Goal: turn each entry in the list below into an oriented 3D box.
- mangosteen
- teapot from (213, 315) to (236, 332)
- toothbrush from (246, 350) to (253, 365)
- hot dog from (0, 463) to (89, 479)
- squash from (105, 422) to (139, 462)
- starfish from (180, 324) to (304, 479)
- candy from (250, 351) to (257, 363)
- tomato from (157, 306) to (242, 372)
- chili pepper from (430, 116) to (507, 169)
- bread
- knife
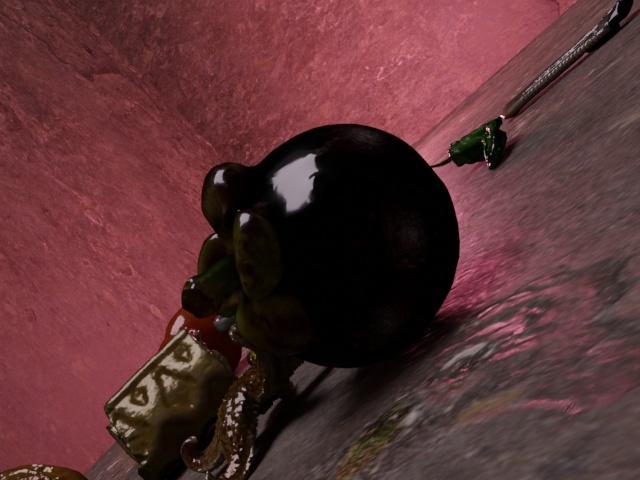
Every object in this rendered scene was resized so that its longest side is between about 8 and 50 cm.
[{"bbox_3d":[0.004,-0.005,0.932,0.297,0.313,0.297,-59,13,23],"label":"mangosteen"},{"bbox_3d":[-0.138,0.130,1.869,0.270,0.200,0.337,-33,5,-2],"label":"teapot"},{"bbox_3d":[-0.038,0.165,1.673,0.364,0.041,0.041,-42,4,29],"label":"toothbrush"},{"bbox_3d":[-0.502,0.531,1.287,0.387,0.174,0.267,-41,48,29],"label":"hot dog"},{"bbox_3d":[-0.438,0.457,2.091,0.247,0.132,0.132,-45,4,-27],"label":"squash"},{"bbox_3d":[-0.095,0.210,1.102,0.312,0.113,0.303,-56,-7,-38],"label":"starfish"},{"bbox_3d":[-0.091,0.185,1.648,0.062,0.058,0.194,-18,35,44],"label":"candy"},{"bbox_3d":[-0.300,0.277,1.996,0.260,0.179,0.260,18,-90,-73],"label":"tomato"},{"bbox_3d":[0.308,-0.179,1.536,0.122,0.065,0.279,-41,7,-10],"label":"chili pepper"},{"bbox_3d":[-0.279,0.315,1.526,0.252,0.238,0.196,-41,-37,-7],"label":"bread"},{"bbox_3d":[0.519,-0.377,1.666,0.365,0.043,0.089,-44,3,35],"label":"knife"}]
